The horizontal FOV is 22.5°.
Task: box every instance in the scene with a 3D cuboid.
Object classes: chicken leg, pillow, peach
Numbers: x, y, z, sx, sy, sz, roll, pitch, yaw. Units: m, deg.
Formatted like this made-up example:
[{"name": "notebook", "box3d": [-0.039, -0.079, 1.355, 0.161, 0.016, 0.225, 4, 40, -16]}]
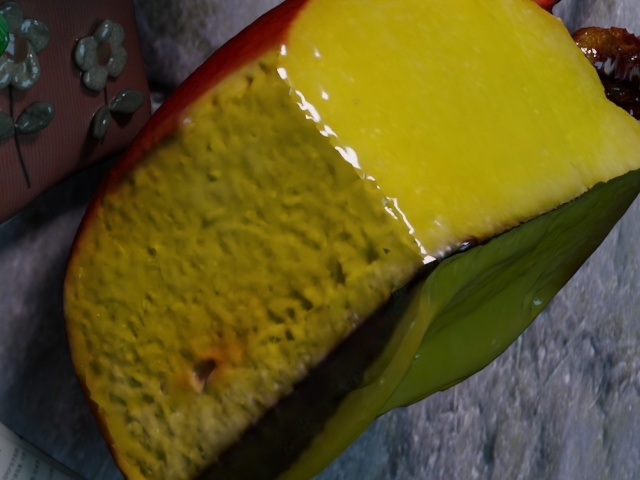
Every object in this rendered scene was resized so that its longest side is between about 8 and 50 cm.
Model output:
[{"name": "chicken leg", "box3d": [0.248, -0.148, 1.443, 0.219, 0.048, 0.089, -6, 98, -49]}, {"name": "pillow", "box3d": [-0.165, -0.102, 0.940, 0.179, 0.075, 0.171, -33, 124, -44]}, {"name": "peach", "box3d": [0.000, 0.000, 1.021, 0.380, 0.242, 0.306, -32, 163, -44]}]

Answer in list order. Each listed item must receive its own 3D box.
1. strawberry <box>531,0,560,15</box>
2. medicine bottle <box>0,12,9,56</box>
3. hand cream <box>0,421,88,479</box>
[{"name": "strawberry", "box3d": [0.078, -0.234, 1.197, 0.190, 0.111, 0.236, 7, 68, -40]}, {"name": "medicine bottle", "box3d": [-0.260, -0.197, 0.767, 0.309, 0.076, 0.111, 51, 25, -30]}, {"name": "hand cream", "box3d": [-0.164, 0.181, 1.024, 0.234, 0.050, 0.080, 40, 67, -41]}]
